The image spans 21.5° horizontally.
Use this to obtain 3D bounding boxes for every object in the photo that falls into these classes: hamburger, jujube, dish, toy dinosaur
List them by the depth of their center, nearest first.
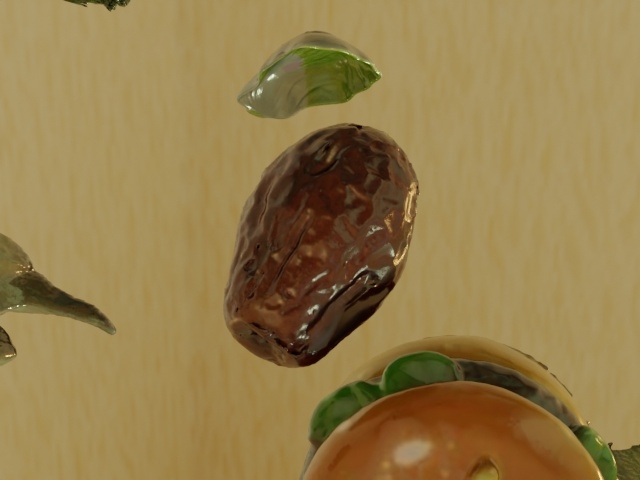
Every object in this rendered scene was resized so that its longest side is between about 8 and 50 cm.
[{"bbox_3d":[-0.015,-0.144,1.410,0.091,0.039,0.137,18,152,-36],"label":"dish"},{"bbox_3d":[-0.319,0.010,1.452,0.294,0.077,0.162,42,-166,11],"label":"toy dinosaur"},{"bbox_3d":[0.000,0.000,1.886,0.197,0.197,0.290,15,-118,30],"label":"jujube"},{"bbox_3d":[0.157,0.305,1.943,0.395,0.396,0.277,1,-165,3],"label":"hamburger"}]

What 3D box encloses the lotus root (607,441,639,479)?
[{"bbox_3d":[0.497,0.401,2.267,0.267,0.149,0.260,-5,-142,-19],"label":"lotus root"}]

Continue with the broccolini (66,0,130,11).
[{"bbox_3d":[-0.224,-0.218,1.413,0.140,0.035,0.030,9,-134,11],"label":"broccolini"}]
